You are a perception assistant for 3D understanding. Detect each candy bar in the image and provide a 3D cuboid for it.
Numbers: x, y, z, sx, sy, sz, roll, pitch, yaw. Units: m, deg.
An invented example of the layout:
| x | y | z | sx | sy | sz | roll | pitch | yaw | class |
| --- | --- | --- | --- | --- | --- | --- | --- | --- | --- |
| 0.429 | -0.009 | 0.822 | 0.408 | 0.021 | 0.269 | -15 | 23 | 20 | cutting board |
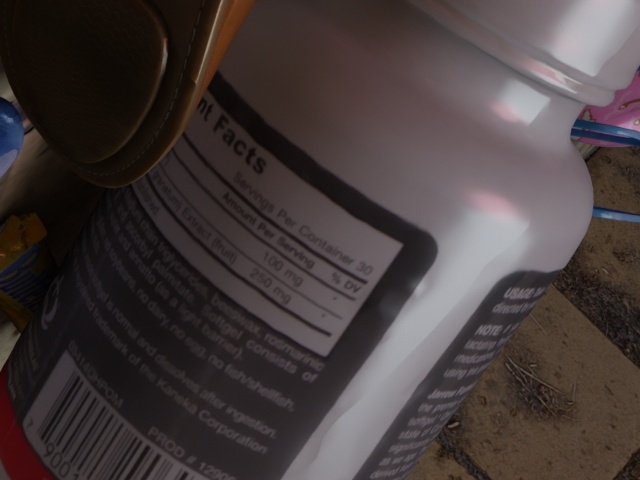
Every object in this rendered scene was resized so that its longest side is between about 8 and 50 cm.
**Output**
| x | y | z | sx | sy | sz | roll | pitch | yaw | class |
| --- | --- | --- | --- | --- | --- | --- | --- | --- | --- |
| -0.132 | 0.022 | 0.601 | 0.040 | 0.018 | 0.161 | -43 | 171 | -13 | candy bar |

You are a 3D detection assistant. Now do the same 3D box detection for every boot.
| x | y | z | sx | sy | sz | roll | pitch | yaw | class |
| --- | --- | --- | --- | --- | --- | --- | --- | --- | --- |
| -0.014 | -0.108 | 0.402 | 0.152 | 0.073 | 0.197 | -43 | 174 | -41 | boot |

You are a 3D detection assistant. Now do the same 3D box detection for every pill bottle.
| x | y | z | sx | sy | sz | roll | pitch | yaw | class |
| --- | --- | --- | --- | --- | --- | --- | --- | --- | --- |
| 0.000 | 0.000 | 0.551 | 0.318 | 0.176 | 0.176 | -56 | 168 | 20 | pill bottle |

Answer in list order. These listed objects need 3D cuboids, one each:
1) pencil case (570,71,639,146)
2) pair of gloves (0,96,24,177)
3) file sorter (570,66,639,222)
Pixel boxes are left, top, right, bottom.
| x | y | z | sx | sy | sz | roll | pitch | yaw | class |
| --- | --- | --- | --- | --- | --- | --- | --- | --- | --- |
| 0.226 | -0.196 | 0.799 | 0.386 | 0.167 | 0.160 | 114 | 2 | -67 | pencil case |
| -0.173 | 0.029 | 0.437 | 0.198 | 0.023 | 0.159 | -42 | 170 | -15 | pair of gloves |
| 0.121 | -0.096 | 0.656 | 0.118 | 0.104 | 0.170 | 1 | 101 | -66 | file sorter |
